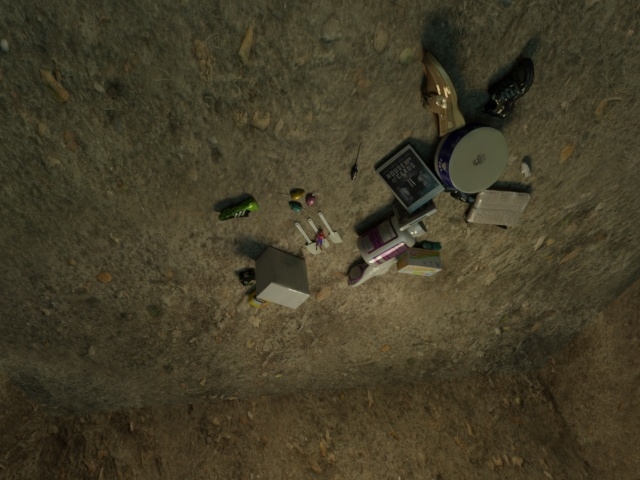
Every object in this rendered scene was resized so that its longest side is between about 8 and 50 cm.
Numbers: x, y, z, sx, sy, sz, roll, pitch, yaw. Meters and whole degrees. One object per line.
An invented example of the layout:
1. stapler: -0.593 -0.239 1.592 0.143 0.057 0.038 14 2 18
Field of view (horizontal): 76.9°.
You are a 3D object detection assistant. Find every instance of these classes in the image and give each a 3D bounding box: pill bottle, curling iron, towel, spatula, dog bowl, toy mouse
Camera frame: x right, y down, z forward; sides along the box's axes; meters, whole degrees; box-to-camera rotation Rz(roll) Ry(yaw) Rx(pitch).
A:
1. pill bottle: 0.333 -0.014 1.880 0.301 0.169 0.169 -32 134 22
2. curling iron: 0.812 -0.097 1.984 0.274 0.035 0.068 12 127 -22
3. towel: 0.839 -0.156 1.893 0.282 0.049 0.187 2 124 -15
4. spatula: -0.013 -0.031 1.904 0.168 0.019 0.242 -21 137 13
5. dog bowl: 0.589 -0.323 1.576 0.265 0.104 0.265 -7 116 -14
6. toy mouse: -0.077 -0.158 1.741 0.161 0.031 0.143 -13 138 2

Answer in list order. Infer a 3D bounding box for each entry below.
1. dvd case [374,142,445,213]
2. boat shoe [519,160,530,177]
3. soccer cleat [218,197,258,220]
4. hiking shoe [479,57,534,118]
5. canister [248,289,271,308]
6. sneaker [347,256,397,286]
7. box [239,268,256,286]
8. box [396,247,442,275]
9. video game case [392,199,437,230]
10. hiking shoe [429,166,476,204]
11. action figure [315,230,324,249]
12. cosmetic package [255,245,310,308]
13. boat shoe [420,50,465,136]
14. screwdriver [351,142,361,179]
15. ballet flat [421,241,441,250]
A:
1. dvd case: 0.364 -0.251 1.648 0.179 0.029 0.239 -37 102 26
2. boat shoe: 0.895 -0.311 1.773 0.035 0.035 0.100 -31 141 18
3. soccer cleat: -0.347 -0.118 1.711 0.179 0.060 0.072 -23 138 9
4. hiking shoe: 0.664 -0.538 1.437 0.114 0.086 0.227 -1 138 -16
5. canister: -0.290 0.289 2.157 0.126 0.073 0.170 28 127 -34
6. sneaker: 0.269 0.161 2.097 0.152 0.114 0.305 27 126 -33
7. box: -0.362 0.188 2.046 0.083 0.052 0.062 -16 138 8
8. box: 0.505 0.109 2.077 0.203 0.103 0.114 8 155 -19
9. video game case: 0.402 -0.142 1.739 0.173 0.190 0.022 -30 122 21
10. hiking shoe: 0.552 -0.268 1.721 0.304 0.113 0.132 22 99 -22
11. action figure: 0.000 0.000 1.909 0.038 0.030 0.115 0 132 -10
12. cosmetic package: -0.186 0.179 1.944 0.224 0.224 0.138 21 130 -31
13. boat shoe: 0.411 -0.494 1.408 0.110 0.122 0.341 -27 137 17
14. screwdriver: 0.150 -0.315 1.626 0.025 0.024 0.170 23 133 7
15. ballet flat: 0.569 0.031 2.081 0.114 0.041 0.041 9 135 -20
